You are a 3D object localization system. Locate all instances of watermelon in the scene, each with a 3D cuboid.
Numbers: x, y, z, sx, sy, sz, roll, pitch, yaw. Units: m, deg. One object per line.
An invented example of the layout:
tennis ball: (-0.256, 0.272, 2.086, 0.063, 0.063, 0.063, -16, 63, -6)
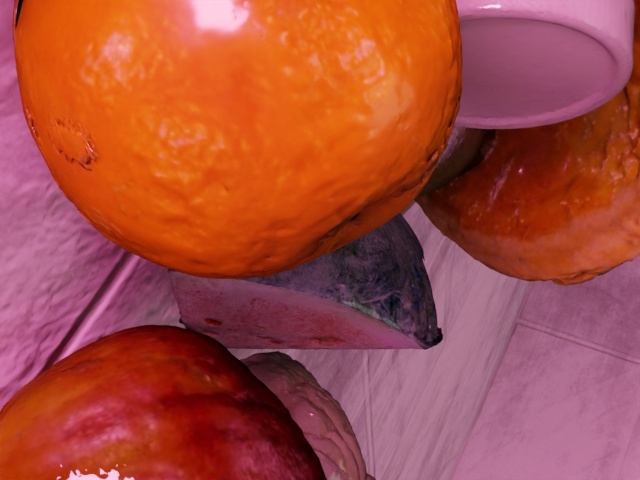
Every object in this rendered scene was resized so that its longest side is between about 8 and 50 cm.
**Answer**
watermelon: (-0.001, -0.007, 0.815, 0.322, 0.188, 0.175, 0, 88, -88)

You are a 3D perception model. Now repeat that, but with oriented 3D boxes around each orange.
orange: (-0.044, -0.100, 0.578, 0.246, 0.246, 0.246, 18, 90, -72)

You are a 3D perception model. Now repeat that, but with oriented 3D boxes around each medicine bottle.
medicine bottle: (0.140, -0.292, 0.802, 0.211, 0.211, 0.371, 53, 40, -69)

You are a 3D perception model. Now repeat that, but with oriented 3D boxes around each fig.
fig: (-0.106, 0.169, 0.680, 0.224, 0.224, 0.263, -68, 155, -10)

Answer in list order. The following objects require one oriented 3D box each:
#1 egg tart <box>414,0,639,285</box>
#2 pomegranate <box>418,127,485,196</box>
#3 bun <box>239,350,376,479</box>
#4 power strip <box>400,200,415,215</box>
egg tart: (0.234, -0.180, 1.025, 0.178, 0.443, 0.443, -5, 117, -33)
pomegranate: (0.045, -0.127, 0.910, 0.224, 0.181, 0.181, 11, 98, -58)
bun: (-0.051, 0.252, 0.930, 0.281, 0.205, 0.281, -53, 154, -40)
power strip: (0.044, -0.042, 1.158, 0.338, 0.058, 0.098, -43, 147, -55)
